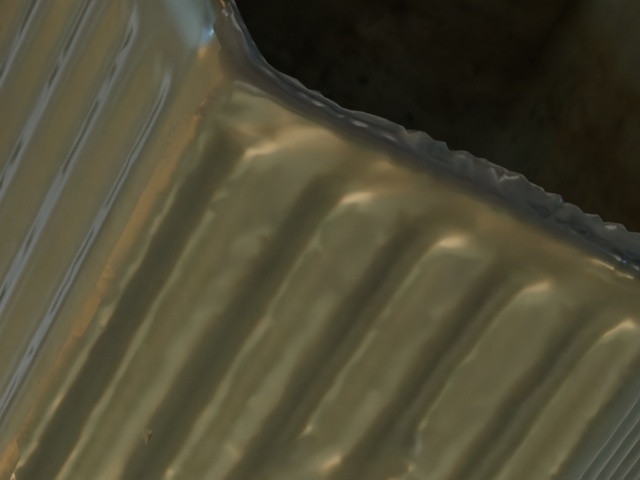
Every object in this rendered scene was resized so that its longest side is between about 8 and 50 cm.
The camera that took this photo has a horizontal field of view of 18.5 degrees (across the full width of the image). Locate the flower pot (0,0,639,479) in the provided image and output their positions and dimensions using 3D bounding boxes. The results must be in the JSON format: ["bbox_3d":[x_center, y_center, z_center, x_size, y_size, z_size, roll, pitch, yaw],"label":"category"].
[{"bbox_3d":[0.000,0.000,0.541,0.239,0.209,0.189,26,119,-11],"label":"flower pot"}]
